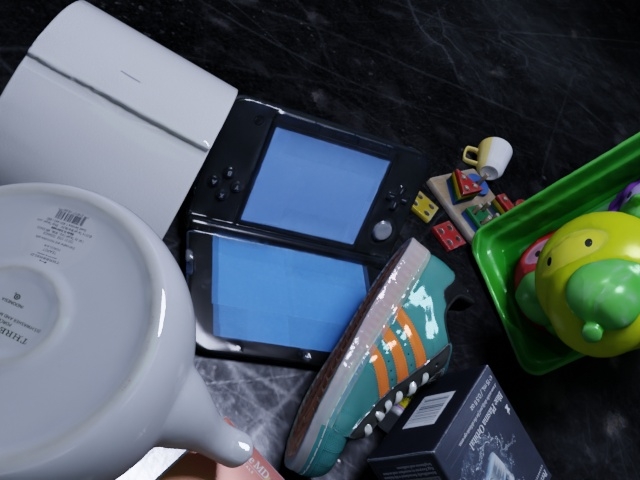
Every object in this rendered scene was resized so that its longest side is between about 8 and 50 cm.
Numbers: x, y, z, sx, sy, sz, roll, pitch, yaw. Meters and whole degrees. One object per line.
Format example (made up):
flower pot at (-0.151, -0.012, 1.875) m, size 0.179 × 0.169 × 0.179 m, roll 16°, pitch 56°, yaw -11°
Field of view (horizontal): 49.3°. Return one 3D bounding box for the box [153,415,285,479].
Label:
box at (-0.107, 0.259, 0.585) m, size 0.130 × 0.091 × 0.170 m, roll 45°, pitch 42°, yaw 5°

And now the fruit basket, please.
fruit basket at (0.379, 0.023, 0.929) m, size 0.392 × 0.392 × 0.283 m, roll 2°, pitch 58°, yaw -35°

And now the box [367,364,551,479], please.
box at (0.156, 0.247, 0.756) m, size 0.156 × 0.093 × 0.158 m, roll -39°, pitch 102°, yaw -48°

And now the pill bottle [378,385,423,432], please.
pill bottle at (0.099, 0.189, 0.830) m, size 0.043 × 0.043 × 0.083 m, roll 43°, pitch 42°, yaw 3°

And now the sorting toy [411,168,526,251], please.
sorting toy at (0.258, -0.067, 1.161) m, size 0.274 × 0.046 × 0.132 m, roll -15°, pitch 65°, yaw -42°

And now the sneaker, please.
sneaker at (0.077, 0.139, 0.765) m, size 0.121 × 0.108 × 0.302 m, roll 35°, pitch 63°, yaw -2°

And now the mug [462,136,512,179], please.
mug at (0.302, -0.141, 1.258) m, size 0.062 × 0.078 × 0.064 m, roll 56°, pitch 42°, yaw -33°

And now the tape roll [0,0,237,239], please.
tape roll at (-0.212, -0.084, 0.687) m, size 0.169 × 0.246 × 0.246 m, roll 28°, pitch 43°, yaw -13°

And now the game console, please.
game console at (0.000, 0.000, 0.833) m, size 0.293 × 0.250 × 0.173 m, roll 12°, pitch 23°, yaw -28°

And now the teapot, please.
teapot at (-0.216, 0.091, 0.541) m, size 0.252 × 0.187 × 0.256 m, roll -21°, pitch 65°, yaw -14°
